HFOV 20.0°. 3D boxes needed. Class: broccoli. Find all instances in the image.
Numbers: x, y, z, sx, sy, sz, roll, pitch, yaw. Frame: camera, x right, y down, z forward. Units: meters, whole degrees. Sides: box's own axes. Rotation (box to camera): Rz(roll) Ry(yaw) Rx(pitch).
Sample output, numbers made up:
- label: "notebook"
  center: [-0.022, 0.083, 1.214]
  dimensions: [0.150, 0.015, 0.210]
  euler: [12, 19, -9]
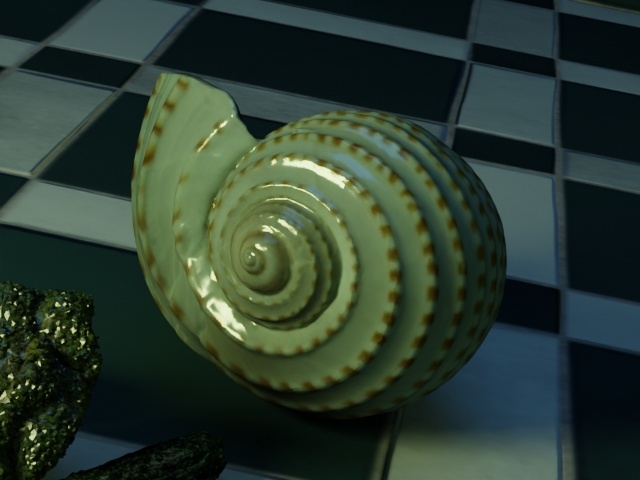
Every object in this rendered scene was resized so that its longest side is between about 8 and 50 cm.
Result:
- label: "broccoli"
  center: [-0.201, 0.090, 1.100]
  dimensions: [0.146, 0.162, 0.138]
  euler: [30, -5, 24]

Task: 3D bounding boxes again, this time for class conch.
- label: "conch"
  center: [-0.009, 0.013, 1.323]
  dimensions: [0.303, 0.215, 0.319]
  euler: [25, -9, 22]

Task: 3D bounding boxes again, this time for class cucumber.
- label: "cucumber"
  center: [-0.135, 0.158, 1.085]
  dimensions: [0.044, 0.043, 0.257]
  euler: [28, 24, 29]
